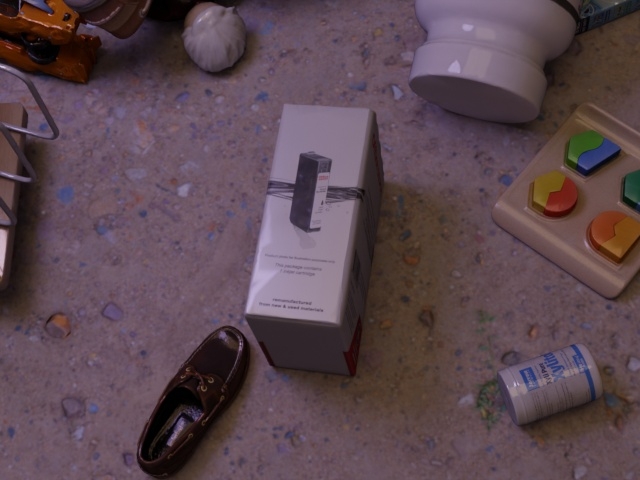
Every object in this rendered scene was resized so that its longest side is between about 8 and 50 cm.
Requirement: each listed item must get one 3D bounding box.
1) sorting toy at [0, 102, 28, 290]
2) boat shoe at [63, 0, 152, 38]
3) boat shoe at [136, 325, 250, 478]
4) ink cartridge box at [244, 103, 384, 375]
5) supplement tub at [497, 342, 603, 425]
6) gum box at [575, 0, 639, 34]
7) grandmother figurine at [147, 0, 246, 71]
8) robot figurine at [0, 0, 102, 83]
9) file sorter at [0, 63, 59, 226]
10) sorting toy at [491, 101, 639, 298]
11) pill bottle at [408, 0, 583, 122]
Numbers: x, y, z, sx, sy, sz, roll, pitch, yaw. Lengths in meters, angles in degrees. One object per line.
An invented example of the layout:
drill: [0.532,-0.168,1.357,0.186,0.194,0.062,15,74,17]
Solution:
sorting toy: [-0.511,-0.042,1.514,0.255,0.089,0.257,-2,66,6]
boat shoe: [-0.252,-0.400,1.538,0.123,0.116,0.324,-8,52,33]
boat shoe: [-0.151,0.190,1.382,0.073,0.073,0.207,22,70,16]
ink cartridge box: [0.000,0.000,1.376,0.114,0.197,0.273,6,68,10]
supplement tub: [0.267,0.167,1.343,0.107,0.071,0.071,-19,66,-3]
gum box: [0.391,-0.381,1.579,0.184,0.041,0.157,-23,66,-2]
grandmother figurine: [-0.196,-0.387,1.626,0.208,0.104,0.342,-32,69,17]
robot figurine: [-0.450,-0.315,1.570,0.291,0.211,0.085,21,68,4]
file sorter: [-0.456,-0.069,1.368,0.173,0.193,0.278,17,70,9]
sorting toy: [0.349,-0.058,1.447,0.193,0.038,0.208,36,76,19]
pill bottle: [0.238,-0.350,1.469,0.210,0.210,0.363,14,83,12]
